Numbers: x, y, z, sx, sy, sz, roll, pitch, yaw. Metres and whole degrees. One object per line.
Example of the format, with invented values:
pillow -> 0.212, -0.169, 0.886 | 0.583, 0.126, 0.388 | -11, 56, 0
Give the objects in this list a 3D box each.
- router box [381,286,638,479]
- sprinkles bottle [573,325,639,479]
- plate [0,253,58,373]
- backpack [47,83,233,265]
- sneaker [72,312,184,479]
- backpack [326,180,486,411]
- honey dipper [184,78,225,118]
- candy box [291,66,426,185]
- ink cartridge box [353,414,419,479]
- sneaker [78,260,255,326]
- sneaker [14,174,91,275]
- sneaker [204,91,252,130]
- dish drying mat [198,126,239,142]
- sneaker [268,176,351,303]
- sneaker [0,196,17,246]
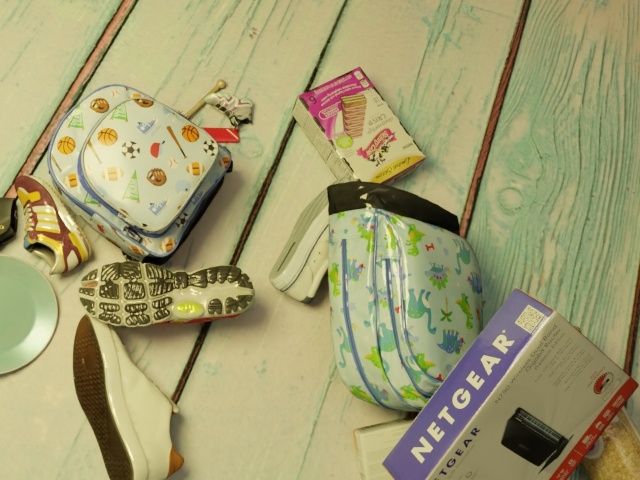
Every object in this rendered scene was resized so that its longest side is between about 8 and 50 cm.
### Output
router box -> 0.302, 0.283, 1.005 | 0.301, 0.082, 0.335 | 35, 93, -35
sprinkles bottle -> 0.495, 0.334, 1.160 | 0.121, 0.121, 0.355 | -22, 76, -20
plate -> -0.512, 0.115, 1.018 | 0.188, 0.024, 0.188 | 5, 82, -35
backpack -> -0.309, -0.117, 1.074 | 0.263, 0.213, 0.276 | 32, 66, -4
sneaker -> -0.302, 0.246, 1.028 | 0.123, 0.106, 0.290 | 0, 58, -49
backpack -> 0.141, 0.106, 1.092 | 0.290, 0.273, 0.356 | 20, 80, -44
honey dipper -> -0.235, -0.257, 1.250 | 0.030, 0.030, 0.161 | 39, 63, 2
candy box -> 0.074, -0.209, 1.282 | 0.159, 0.071, 0.233 | -31, 81, -22
ink cartridge box -> 0.140, 0.397, 1.105 | 0.145, 0.045, 0.179 | -7, 90, -17
sneaker -> -0.248, 0.102, 1.064 | 0.279, 0.118, 0.107 | 3, 69, -11
sneaker -> -0.465, -0.028, 1.077 | 0.185, 0.069, 0.084 | 49, 48, 7
sneaker -> -0.174, -0.244, 1.246 | 0.098, 0.038, 0.069 | 2, 75, -28
dish drying mat -> -0.199, -0.203, 1.247 | 0.083, 0.008, 0.032 | -1, 72, -14
sneaker -> 0.000, 0.000, 1.190 | 0.091, 0.094, 0.258 | 42, 65, -23
sneaker -> -0.560, 0.018, 1.038 | 0.118, 0.083, 0.222 | 4, 69, -13
